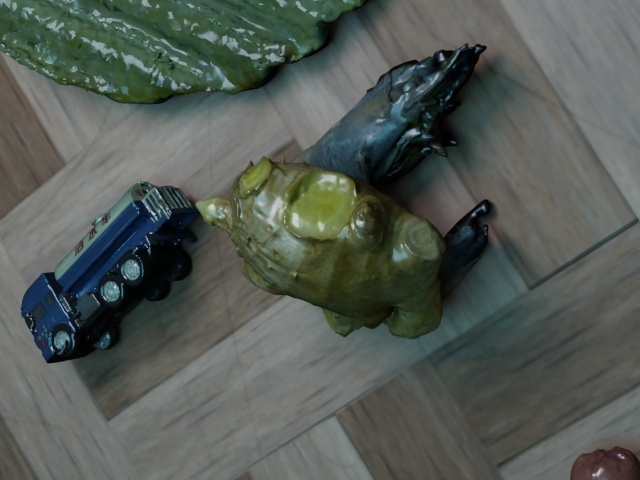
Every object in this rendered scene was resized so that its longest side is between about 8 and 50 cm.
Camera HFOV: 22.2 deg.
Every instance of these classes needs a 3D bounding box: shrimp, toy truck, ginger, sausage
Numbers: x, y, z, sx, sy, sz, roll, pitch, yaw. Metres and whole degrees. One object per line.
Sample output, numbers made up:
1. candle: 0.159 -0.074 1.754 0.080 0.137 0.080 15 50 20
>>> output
1. shrimp: 0.064 -0.032 1.346 0.289 0.075 0.178 -41 87 27
2. toy truck: -0.192 0.027 1.491 0.201 0.074 0.088 -43 73 27
3. ginger: 0.000 0.000 1.302 0.216 0.157 0.102 20 64 14
4. sausage: 0.239 0.240 1.301 0.062 0.062 0.154 -10 95 29

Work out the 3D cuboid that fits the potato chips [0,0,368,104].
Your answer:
1. potato chips: -0.135 -0.289 1.408 0.429 0.070 0.358 23 107 23
